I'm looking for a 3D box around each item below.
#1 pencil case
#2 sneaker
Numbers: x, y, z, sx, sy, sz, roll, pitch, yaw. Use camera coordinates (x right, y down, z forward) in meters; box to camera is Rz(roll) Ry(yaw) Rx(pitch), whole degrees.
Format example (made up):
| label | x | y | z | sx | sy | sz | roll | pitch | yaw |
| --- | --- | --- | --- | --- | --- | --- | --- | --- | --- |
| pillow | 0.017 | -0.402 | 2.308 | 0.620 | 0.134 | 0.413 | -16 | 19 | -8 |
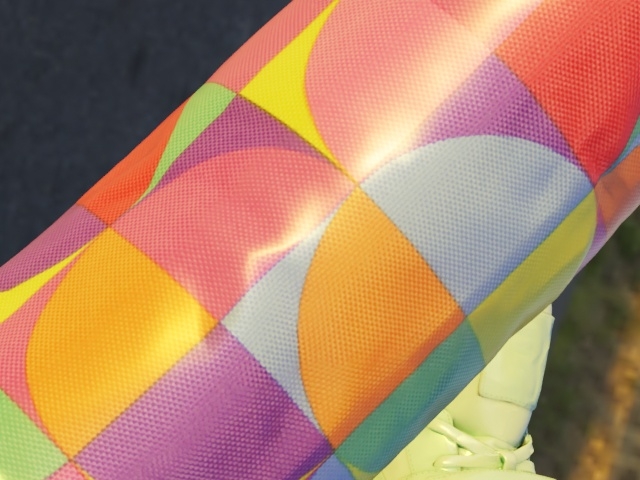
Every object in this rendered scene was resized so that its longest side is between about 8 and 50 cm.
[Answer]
| label | x | y | z | sx | sy | sz | roll | pitch | yaw |
| --- | --- | --- | --- | --- | --- | --- | --- | --- | --- |
| pencil case | 0.000 | 0.000 | 0.440 | 0.236 | 0.104 | 0.104 | -43 | 157 | -11 |
| sneaker | 0.078 | 0.101 | 0.852 | 0.094 | 0.256 | 0.151 | 12 | 105 | -35 |
